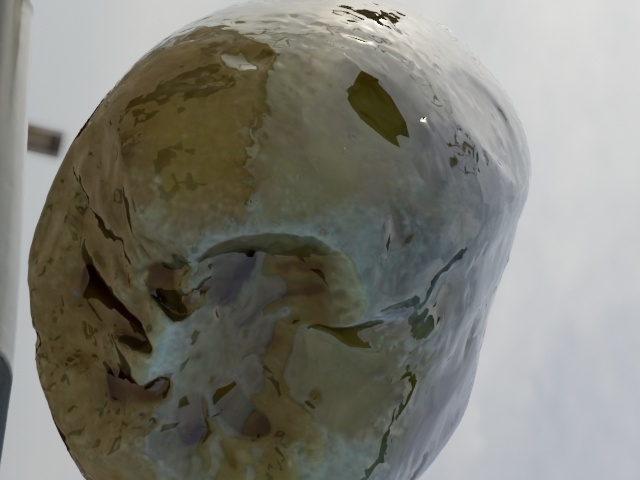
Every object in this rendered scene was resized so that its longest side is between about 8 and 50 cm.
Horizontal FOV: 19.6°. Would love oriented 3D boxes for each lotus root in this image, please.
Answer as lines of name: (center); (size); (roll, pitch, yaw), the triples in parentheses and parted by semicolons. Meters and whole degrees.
lotus root: (0.000, 0.000, 0.412); (0.192, 0.088, 0.113); (-38, 138, -70)

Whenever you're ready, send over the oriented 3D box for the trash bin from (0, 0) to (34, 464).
trash bin: (-0.184, 0.014, 0.763); (0.240, 0.122, 0.164); (-102, -158, -52)
